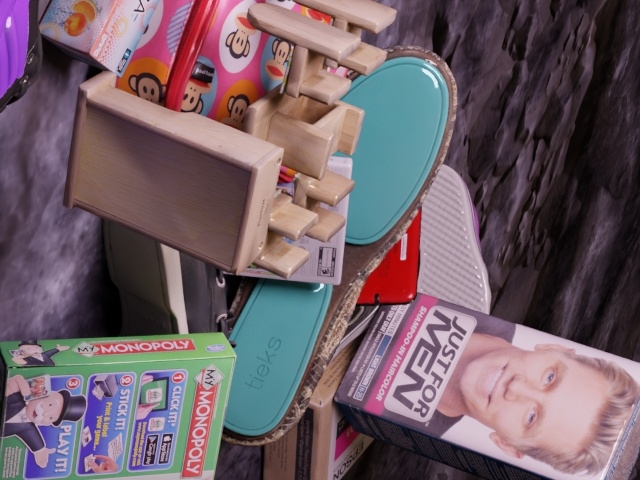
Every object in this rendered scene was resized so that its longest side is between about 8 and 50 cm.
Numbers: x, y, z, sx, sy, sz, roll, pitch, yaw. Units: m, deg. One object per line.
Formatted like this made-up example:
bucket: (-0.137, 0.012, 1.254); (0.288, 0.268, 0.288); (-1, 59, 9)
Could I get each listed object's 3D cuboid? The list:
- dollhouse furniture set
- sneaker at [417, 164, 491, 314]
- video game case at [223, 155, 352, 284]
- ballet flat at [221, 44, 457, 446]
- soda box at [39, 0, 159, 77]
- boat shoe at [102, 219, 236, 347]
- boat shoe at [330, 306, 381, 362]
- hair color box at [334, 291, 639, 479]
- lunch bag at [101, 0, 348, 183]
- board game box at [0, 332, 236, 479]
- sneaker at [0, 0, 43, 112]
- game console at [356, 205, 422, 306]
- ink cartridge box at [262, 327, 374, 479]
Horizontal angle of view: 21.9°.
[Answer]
dollhouse furniture set: (-0.074, -0.089, 1.357); (0.242, 0.161, 0.212); (-42, 150, -55)
sneaker: (0.184, 0.047, 2.216); (0.161, 0.102, 0.282); (37, 51, -74)
video game case: (-0.044, -0.025, 1.701); (0.019, 0.143, 0.157); (-82, 178, -52)
ballet flat: (0.000, 0.000, 1.842); (0.483, 0.164, 0.182); (-64, 180, 7)
soda box: (-0.157, -0.231, 1.349); (0.183, 0.058, 0.063); (-63, 157, -5)
boat shoe: (-0.134, 0.078, 1.615); (0.113, 0.127, 0.340); (-32, 132, -35)
boat shoe: (0.023, 0.080, 2.024); (0.219, 0.077, 0.070); (-50, 154, -31)
hair color box: (0.211, 0.190, 1.973); (0.174, 0.347, 0.105); (-62, 152, -20)
lunch bag: (-0.068, -0.200, 1.512); (0.293, 0.120, 0.258); (22, 87, -65)
board game box: (-0.208, 0.234, 1.550); (0.213, 0.046, 0.317); (-1, 120, -24)
sneaker: (-0.263, -0.107, 1.179); (0.293, 0.102, 0.146); (-68, 158, 3)
game console: (0.062, 0.030, 1.949); (0.085, 0.124, 0.144); (68, 23, -56)
ink cartridge box: (0.023, 0.195, 2.123); (0.235, 0.088, 0.193); (-46, 149, -41)
